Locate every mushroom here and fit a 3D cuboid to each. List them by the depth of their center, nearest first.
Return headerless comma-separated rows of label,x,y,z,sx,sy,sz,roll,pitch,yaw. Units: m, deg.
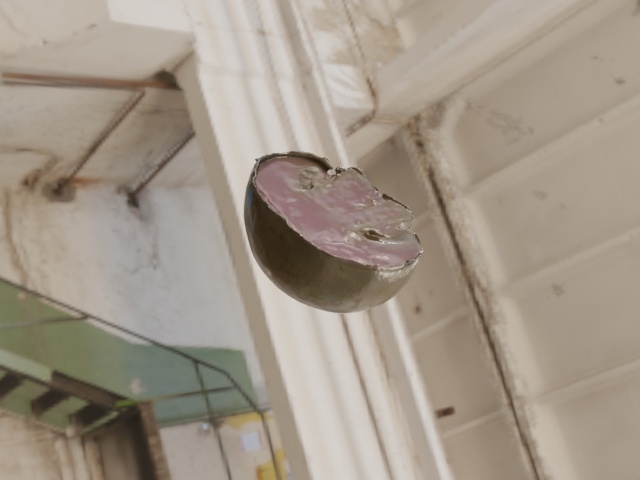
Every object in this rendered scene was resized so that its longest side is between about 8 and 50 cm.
mushroom,0.000,0.000,0.938,0.188,0.141,0.117,44,-60,23
